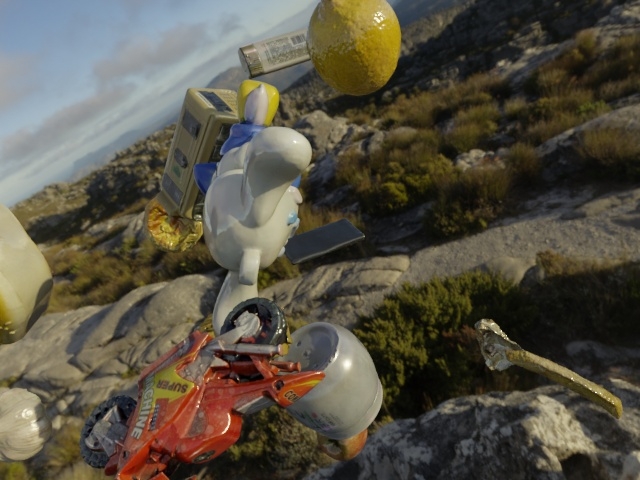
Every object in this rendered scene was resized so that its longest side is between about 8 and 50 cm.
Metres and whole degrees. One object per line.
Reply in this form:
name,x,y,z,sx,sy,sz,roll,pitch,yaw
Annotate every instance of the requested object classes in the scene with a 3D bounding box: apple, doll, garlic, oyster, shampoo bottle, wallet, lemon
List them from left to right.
garlic,-0.941,0.564,1.212,0.218,0.219,0.212,-21,-3,19
doll,-0.108,-0.072,0.687,0.376,0.187,0.366,-49,33,30
shampoo bottle,-0.113,-0.529,1.155,0.227,0.086,0.056,-27,11,-19
wallet,0.000,-0.001,1.444,0.285,0.030,0.146,-20,42,-17
shampoo bottle,0.021,0.390,1.149,0.273,0.266,0.273,-26,27,15
apple,0.084,0.729,1.566,0.188,0.188,0.174,-14,7,30
lemon,0.067,-0.387,0.812,0.187,0.244,0.187,-10,68,25
oyster,0.695,0.403,1.629,0.161,0.233,0.107,-38,8,22

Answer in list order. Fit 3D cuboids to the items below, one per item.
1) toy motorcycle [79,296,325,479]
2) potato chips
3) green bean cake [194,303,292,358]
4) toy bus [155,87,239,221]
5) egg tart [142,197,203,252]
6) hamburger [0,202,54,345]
toy motorcycle,-0.149,0.197,0.497,0.298,0.089,0.171,-35,48,-6
potato chips,0.820,0.466,1.363,0.407,0.080,0.057,27,47,10
green bean cake,-0.192,0.236,1.043,0.229,0.131,0.224,-8,-1,-7
toy bus,-0.315,-0.226,1.145,0.177,0.365,0.202,45,35,24
egg tart,-0.564,-0.067,1.591,0.241,0.241,0.106,-28,7,6
hamburger,-0.565,0.064,0.675,0.295,0.227,0.151,-45,-1,40
